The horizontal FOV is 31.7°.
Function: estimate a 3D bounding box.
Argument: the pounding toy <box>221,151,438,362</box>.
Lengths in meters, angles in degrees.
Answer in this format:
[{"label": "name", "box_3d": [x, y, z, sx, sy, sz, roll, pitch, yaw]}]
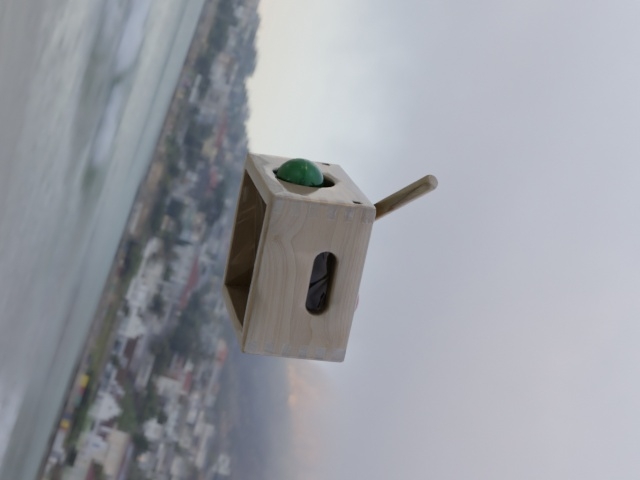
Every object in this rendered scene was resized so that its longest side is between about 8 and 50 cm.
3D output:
[{"label": "pounding toy", "box_3d": [0.000, 0.000, 0.768, 0.130, 0.100, 0.141, -123, -138, -67]}]
